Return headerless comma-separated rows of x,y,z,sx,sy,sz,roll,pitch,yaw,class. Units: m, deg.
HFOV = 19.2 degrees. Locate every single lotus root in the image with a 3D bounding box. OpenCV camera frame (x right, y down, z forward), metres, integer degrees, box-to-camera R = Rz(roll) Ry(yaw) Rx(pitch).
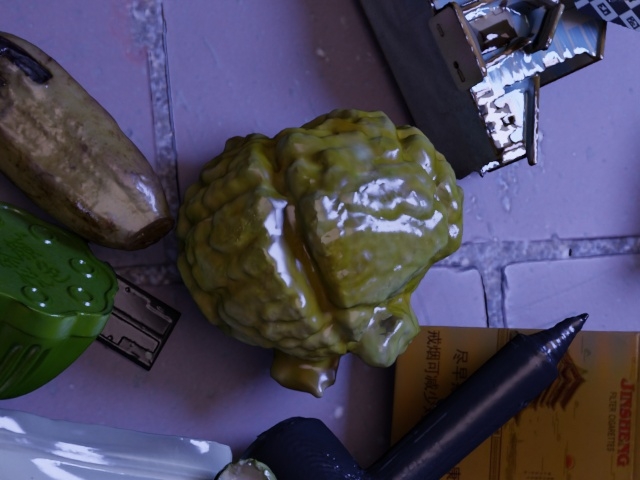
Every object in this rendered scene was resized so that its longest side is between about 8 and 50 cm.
-0.290,0.078,1.666,0.186,0.186,0.186,3,82,-21,lotus root
-0.241,-0.087,1.715,0.110,0.097,0.258,-43,86,-10,lotus root

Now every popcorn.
0.000,0.000,1.740,0.258,0.224,0.270,29,79,-20,popcorn

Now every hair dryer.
0.102,0.171,1.745,0.352,0.107,0.189,-42,67,-4,hair dryer

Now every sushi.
0.289,-0.264,1.846,0.120,0.026,0.126,11,53,-34,sushi

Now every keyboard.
-0.229,0.045,1.758,0.202,0.011,0.067,33,71,-14,keyboard

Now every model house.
0.185,-0.210,1.870,0.206,0.178,0.271,-24,88,-27,model house

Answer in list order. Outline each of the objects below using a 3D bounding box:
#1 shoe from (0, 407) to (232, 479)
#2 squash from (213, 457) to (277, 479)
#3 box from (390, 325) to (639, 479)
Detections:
-0.255,0.233,1.661,0.363,0.132,0.160,12,78,-26,shoe
-0.065,0.298,1.707,0.069,0.069,0.239,-11,119,-22,squash
0.206,0.173,1.793,0.274,0.076,0.174,1,81,18,box
